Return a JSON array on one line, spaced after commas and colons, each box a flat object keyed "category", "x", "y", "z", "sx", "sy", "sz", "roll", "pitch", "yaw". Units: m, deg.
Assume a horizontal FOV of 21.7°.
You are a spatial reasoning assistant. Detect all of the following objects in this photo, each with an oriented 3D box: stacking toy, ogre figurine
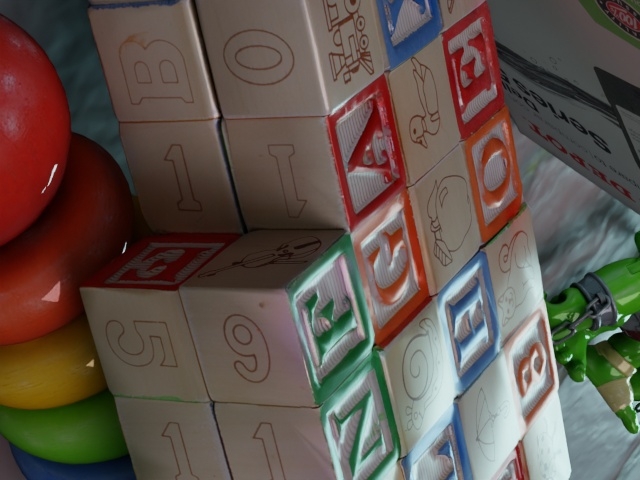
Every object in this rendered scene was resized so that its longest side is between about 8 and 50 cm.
[{"category": "stacking toy", "x": -0.090, "y": 0.039, "z": 0.650, "sx": 0.141, "sy": 0.141, "sz": 0.330, "roll": -42, "pitch": 140, "yaw": -11}, {"category": "ogre figurine", "x": 0.199, "y": 0.043, "z": 0.996, "sx": 0.118, "sy": 0.097, "sz": 0.197, "roll": -37, "pitch": 131, "yaw": 12}]

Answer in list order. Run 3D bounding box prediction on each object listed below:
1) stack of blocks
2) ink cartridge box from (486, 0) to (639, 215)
[{"category": "stack of blocks", "x": 0.000, "y": 0.000, "z": 0.604, "sx": 0.171, "sy": 0.087, "sz": 0.297, "roll": -40, "pitch": 124, "yaw": -51}, {"category": "ink cartridge box", "x": 0.151, "y": -0.105, "z": 0.712, "sx": 0.115, "sy": 0.198, "sz": 0.273, "roll": -46, "pitch": 144, "yaw": -5}]
